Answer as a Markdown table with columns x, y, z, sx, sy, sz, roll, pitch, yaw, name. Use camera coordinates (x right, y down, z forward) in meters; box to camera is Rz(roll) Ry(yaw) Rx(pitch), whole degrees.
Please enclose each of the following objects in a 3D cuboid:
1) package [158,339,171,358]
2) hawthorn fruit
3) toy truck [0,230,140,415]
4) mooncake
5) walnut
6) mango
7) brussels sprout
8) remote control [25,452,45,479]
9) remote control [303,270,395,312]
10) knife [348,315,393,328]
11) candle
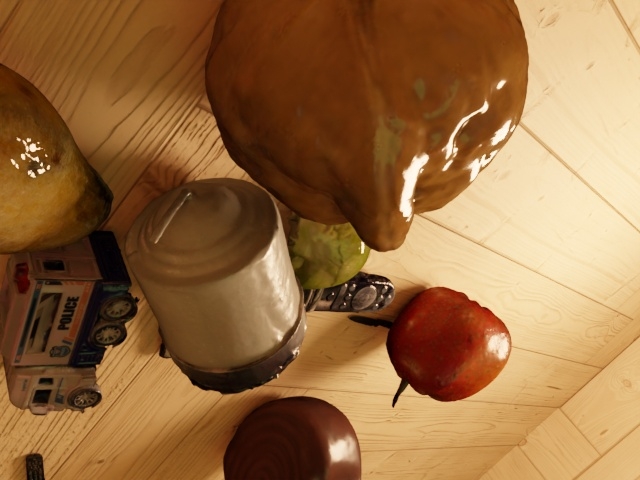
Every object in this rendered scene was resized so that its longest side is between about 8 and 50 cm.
| x | y | z | sx | sy | sz | roll | pitch | yaw | name |
| --- | --- | --- | --- | --- | --- | --- | --- | --- | --- |
| -0.187 | 0.113 | 1.176 | 0.166 | 0.040 | 0.231 | -9 | 136 | -33 | package |
| 0.262 | 0.258 | 1.542 | 0.300 | 0.254 | 0.254 | -54 | 145 | -2 | hawthorn fruit |
| -0.363 | 0.118 | 0.955 | 0.156 | 0.124 | 0.267 | 5 | 126 | -35 | toy truck |
| -0.070 | 0.507 | 1.506 | 0.326 | 0.333 | 0.174 | -11 | 164 | 41 | mooncake |
| 0.048 | -0.177 | 0.810 | 0.384 | 0.383 | 0.383 | -24 | 143 | -19 | walnut |
| -0.347 | -0.076 | 0.720 | 0.177 | 0.175 | 0.329 | -2 | 164 | 3 | mango |
| 0.008 | 0.001 | 1.143 | 0.146 | 0.131 | 0.183 | 2 | 134 | -14 | brussels sprout |
| -0.513 | 0.410 | 1.252 | 0.034 | 0.016 | 0.091 | 0 | 133 | -20 | remote control |
| 0.029 | 0.093 | 1.333 | 0.266 | 0.066 | 0.090 | 6 | 114 | -40 | remote control |
| 0.112 | 0.180 | 1.542 | 0.170 | 0.010 | 0.023 | 19 | 112 | -48 | knife |
| -0.141 | 0.044 | 0.967 | 0.221 | 0.221 | 0.342 | -26 | 137 | -16 | candle |
